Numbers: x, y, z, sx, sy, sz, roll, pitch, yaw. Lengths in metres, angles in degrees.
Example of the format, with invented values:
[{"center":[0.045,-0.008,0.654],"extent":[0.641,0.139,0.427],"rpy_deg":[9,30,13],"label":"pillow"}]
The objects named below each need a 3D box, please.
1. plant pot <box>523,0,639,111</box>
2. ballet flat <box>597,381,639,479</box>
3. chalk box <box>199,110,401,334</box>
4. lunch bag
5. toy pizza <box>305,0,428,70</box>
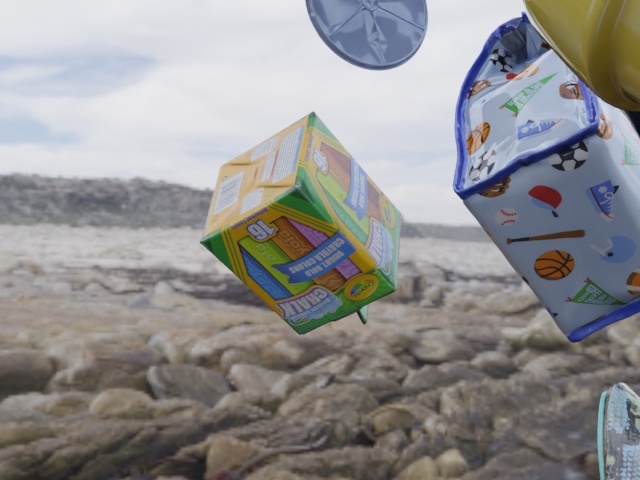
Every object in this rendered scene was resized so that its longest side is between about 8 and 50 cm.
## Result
[{"center":[0.291,-0.143,0.513],"extent":[0.254,0.239,0.254],"rpy_deg":[-22,-31,-14],"label":"plant pot"},{"center":[0.196,0.169,0.496],"extent":[0.070,0.188,0.070],"rpy_deg":[8,-29,5],"label":"ballet flat"},{"center":[0.000,0.000,1.240],"extent":[0.179,0.180,0.289],"rpy_deg":[-28,-56,28],"label":"chalk box"},{"center":[0.356,-0.117,1.233],"extent":[0.239,0.328,0.385],"rpy_deg":[-26,31,24],"label":"lunch bag"},{"center":[0.065,-0.340,1.254],"extent":[0.201,0.201,0.032],"rpy_deg":[2,-10,-25],"label":"toy pizza"}]
